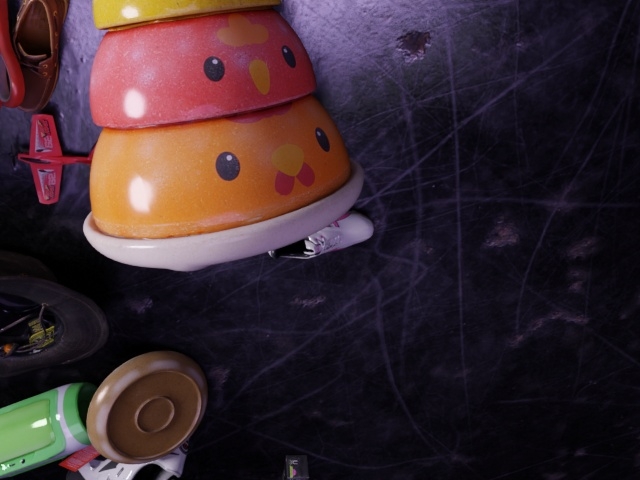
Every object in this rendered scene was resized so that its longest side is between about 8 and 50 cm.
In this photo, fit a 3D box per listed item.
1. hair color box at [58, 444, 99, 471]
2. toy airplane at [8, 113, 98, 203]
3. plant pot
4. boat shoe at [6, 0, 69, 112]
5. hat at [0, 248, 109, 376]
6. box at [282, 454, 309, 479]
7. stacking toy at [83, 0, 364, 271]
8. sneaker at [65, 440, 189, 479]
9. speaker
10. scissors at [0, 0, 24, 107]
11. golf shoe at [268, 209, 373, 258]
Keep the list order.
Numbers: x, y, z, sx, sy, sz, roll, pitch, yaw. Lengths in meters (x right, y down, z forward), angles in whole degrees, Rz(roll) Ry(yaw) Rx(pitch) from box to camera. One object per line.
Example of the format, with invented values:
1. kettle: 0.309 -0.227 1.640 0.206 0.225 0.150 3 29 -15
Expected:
1. hair color box: -0.466 0.403 1.211 0.141 0.072 0.043 -36 124 16
2. toy airplane: -0.371 -0.119 0.862 0.151 0.028 0.151 -5 129 -6
3. plant pot: -0.317 0.324 1.126 0.236 0.032 0.236 -12 112 -32
4. boat shoe: -0.366 -0.238 0.752 0.064 0.060 0.178 16 123 -20
5. hat: -0.502 0.092 0.933 0.331 0.134 0.331 -9 146 -6
6. box: -0.059 0.554 1.397 0.052 0.062 0.083 4 126 -10
7. stacking toy: -0.151 -0.236 0.681 0.351 0.350 0.479 -11 112 -1
8. sneaker: -0.418 0.498 1.248 0.331 0.146 0.122 -33 126 17
9. speaker: -0.564 0.371 1.137 0.297 0.131 0.131 -21 127 7
10. scissors: -0.398 -0.302 0.715 0.021 0.109 0.297 -17 118 -48
11. golf shoe: 0.000 0.000 0.977 0.186 0.086 0.067 -7 126 -5
